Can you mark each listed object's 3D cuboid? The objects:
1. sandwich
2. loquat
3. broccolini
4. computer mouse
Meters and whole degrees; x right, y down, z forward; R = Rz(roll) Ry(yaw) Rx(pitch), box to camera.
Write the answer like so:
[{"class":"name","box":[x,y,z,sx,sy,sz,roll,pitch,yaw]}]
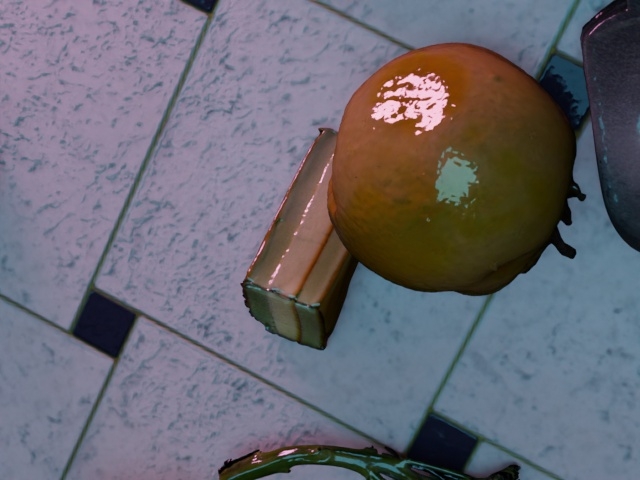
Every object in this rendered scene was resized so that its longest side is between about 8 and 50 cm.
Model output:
[{"class":"sandwich","box":[0.000,0.000,1.108,0.079,0.113,0.163,21,69,9]},{"class":"loquat","box":[0.109,-0.055,0.975,0.213,0.213,0.213,2,101,12]},{"class":"broccolini","box":[0.040,0.244,1.120,0.272,0.062,0.123,6,86,6]},{"class":"computer mouse","box":[0.269,-0.100,1.006,0.113,0.068,0.228,-5,89,26]}]
